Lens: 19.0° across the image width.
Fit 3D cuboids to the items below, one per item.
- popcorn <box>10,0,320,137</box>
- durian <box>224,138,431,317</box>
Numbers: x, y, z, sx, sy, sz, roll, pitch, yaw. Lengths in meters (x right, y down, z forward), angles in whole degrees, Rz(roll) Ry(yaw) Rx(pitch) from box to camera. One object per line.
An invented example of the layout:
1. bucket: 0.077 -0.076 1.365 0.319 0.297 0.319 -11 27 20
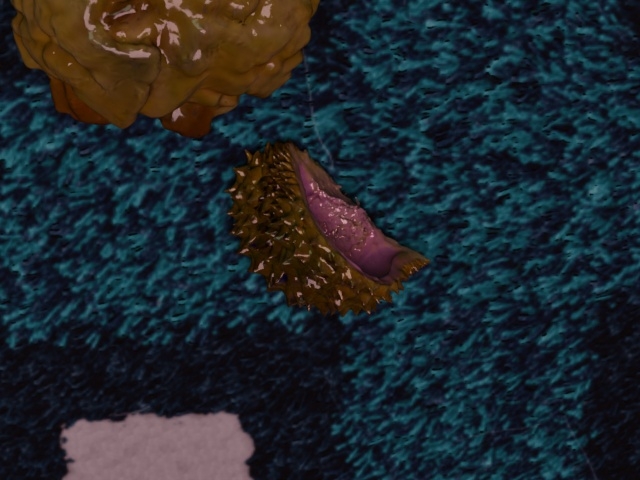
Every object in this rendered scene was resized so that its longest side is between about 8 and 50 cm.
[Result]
1. popcorn: -0.122 -0.232 1.684 0.265 0.225 0.332 26 111 -20
2. durian: 0.000 0.001 1.889 0.132 0.165 0.182 -61 142 -24
